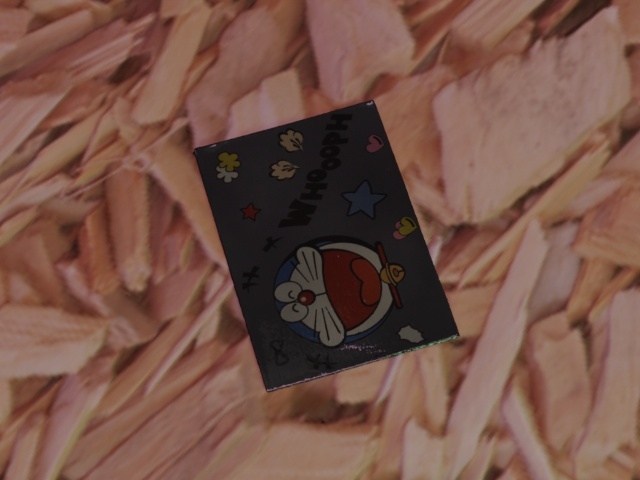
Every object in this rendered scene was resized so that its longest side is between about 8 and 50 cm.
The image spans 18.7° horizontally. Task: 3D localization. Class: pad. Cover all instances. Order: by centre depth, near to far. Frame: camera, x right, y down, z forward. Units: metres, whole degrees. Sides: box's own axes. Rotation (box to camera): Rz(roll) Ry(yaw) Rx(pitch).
[{"bbox_3d":[0.000,0.000,1.635,0.170,0.006,0.246,-16,61,-4],"label":"pad"}]
